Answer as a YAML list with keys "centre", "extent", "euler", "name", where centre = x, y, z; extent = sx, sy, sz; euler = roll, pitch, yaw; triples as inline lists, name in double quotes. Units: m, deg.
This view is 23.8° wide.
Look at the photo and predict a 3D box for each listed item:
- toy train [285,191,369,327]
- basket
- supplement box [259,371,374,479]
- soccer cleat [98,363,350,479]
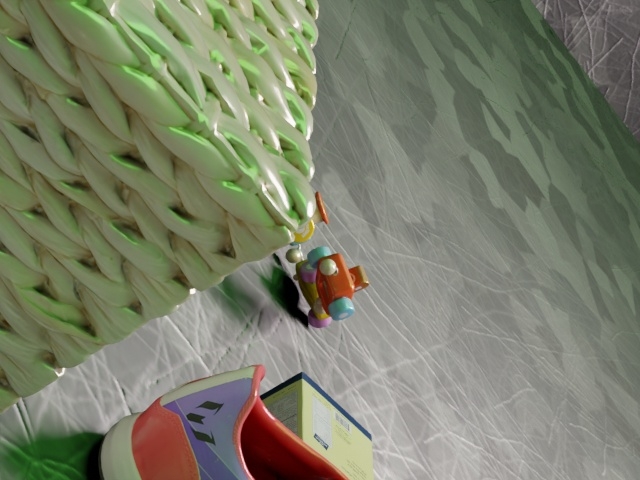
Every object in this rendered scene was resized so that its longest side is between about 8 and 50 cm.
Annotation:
- centre: [0.000, 0.000, 1.209]
  extent: [0.125, 0.046, 0.166]
  euler: [94, -24, -59]
  name: "toy train"
- centre: [-0.194, -0.131, 0.734]
  extent: [0.331, 0.266, 0.328]
  euler: [49, 23, -28]
  name: "basket"
- centre: [-0.009, 0.154, 1.051]
  extent: [0.083, 0.056, 0.083]
  euler: [45, 25, -29]
  name: "supplement box"
- centre: [0.004, 0.212, 0.920]
  extent: [0.318, 0.116, 0.108]
  euler: [51, 22, -16]
  name: "soccer cleat"
